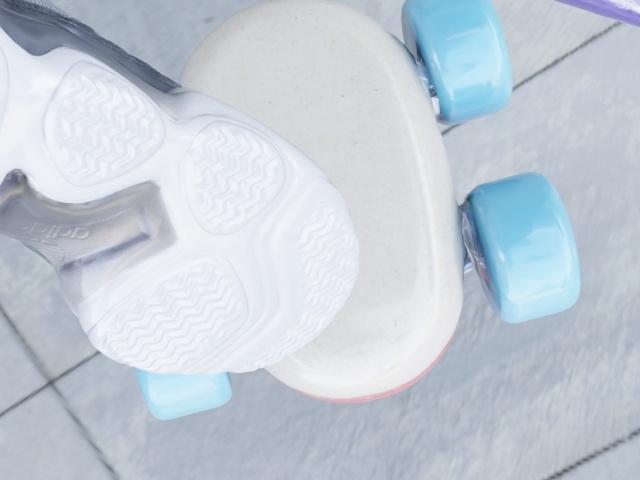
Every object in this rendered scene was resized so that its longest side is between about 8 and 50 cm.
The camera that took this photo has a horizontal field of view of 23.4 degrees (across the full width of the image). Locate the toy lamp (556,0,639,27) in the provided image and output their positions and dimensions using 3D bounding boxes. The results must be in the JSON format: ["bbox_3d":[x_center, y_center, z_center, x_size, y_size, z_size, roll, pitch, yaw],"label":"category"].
[{"bbox_3d":[0.071,-0.195,0.768,0.275,0.080,0.080,32,110,-14],"label":"toy lamp"}]

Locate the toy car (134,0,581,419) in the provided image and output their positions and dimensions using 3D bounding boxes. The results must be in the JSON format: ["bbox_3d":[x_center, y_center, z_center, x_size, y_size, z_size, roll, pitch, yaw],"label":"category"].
[{"bbox_3d":[0.000,0.000,0.854,0.219,0.238,0.210,-16,75,-4],"label":"toy car"}]

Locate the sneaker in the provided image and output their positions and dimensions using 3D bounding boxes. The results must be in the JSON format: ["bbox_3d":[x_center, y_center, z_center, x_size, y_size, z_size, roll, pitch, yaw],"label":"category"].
[{"bbox_3d":[-0.099,-0.050,0.557,0.101,0.269,0.153,-48,47,13],"label":"sneaker"}]
